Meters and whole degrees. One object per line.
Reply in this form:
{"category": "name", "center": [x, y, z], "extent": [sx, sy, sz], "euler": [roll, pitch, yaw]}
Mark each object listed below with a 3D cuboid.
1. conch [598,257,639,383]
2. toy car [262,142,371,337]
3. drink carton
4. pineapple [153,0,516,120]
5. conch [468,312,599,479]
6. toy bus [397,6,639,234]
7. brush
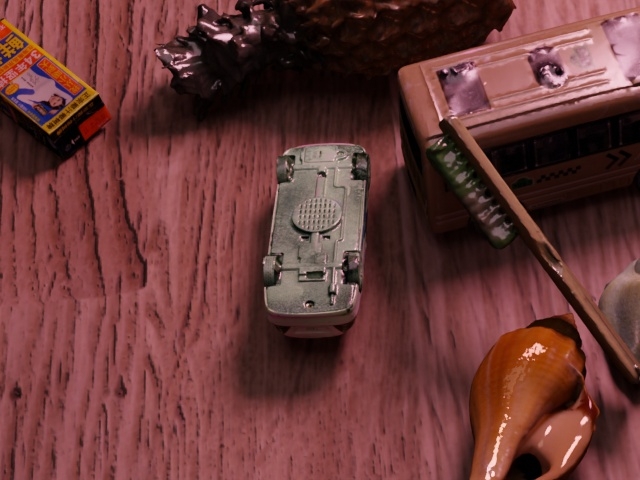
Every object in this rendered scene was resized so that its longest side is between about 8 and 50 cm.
{"category": "conch", "center": [0.293, 0.053, 1.694], "extent": [0.088, 0.065, 0.180], "euler": [7, 71, 12]}
{"category": "toy car", "center": [0.000, 0.000, 1.776], "extent": [0.090, 0.076, 0.224], "euler": [-2, 44, 8]}
{"category": "drink carton", "center": [-0.296, -0.155, 1.954], "extent": [0.071, 0.056, 0.165], "euler": [-43, 58, -13]}
{"category": "pineapple", "center": [0.012, -0.234, 1.893], "extent": [0.362, 0.202, 0.202], "euler": [-25, 52, 4]}
{"category": "conch", "center": [0.162, 0.169, 1.600], "extent": [0.109, 0.093, 0.330], "euler": [37, 50, -6]}
{"category": "toy bus", "center": [0.221, -0.119, 1.781], "extent": [0.289, 0.157, 0.139], "euler": [-13, 52, -1]}
{"category": "brush", "center": [0.184, 0.012, 1.654], "extent": [0.048, 0.054, 0.282], "euler": [-38, 83, 8]}
